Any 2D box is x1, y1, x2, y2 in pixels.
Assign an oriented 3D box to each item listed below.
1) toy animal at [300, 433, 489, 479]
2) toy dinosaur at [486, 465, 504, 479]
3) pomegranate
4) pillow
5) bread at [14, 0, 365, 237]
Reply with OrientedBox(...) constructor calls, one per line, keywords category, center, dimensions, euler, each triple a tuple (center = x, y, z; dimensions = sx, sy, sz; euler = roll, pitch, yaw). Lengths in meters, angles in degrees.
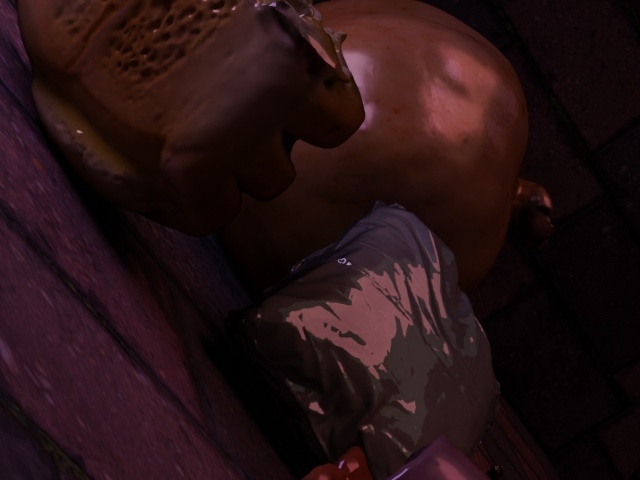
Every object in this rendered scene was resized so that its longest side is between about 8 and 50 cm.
OrientedBox(category="toy animal", center=(0.097, 0.275, 1.300), dimensions=(0.281, 0.169, 0.195), euler=(58, 19, 9))
OrientedBox(category="toy dinosaur", center=(0.250, 0.419, 2.341), dimensions=(0.251, 0.072, 0.199), euler=(75, -5, -70))
OrientedBox(category="pomegranate", center=(0.068, -0.075, 1.898), dimensions=(0.411, 0.411, 0.411), euler=(56, 6, -9))
OrientedBox(category="pillow", center=(0.059, 0.130, 1.610), dimensions=(0.310, 0.138, 0.283), euler=(-40, 106, -51))
OrientedBox(category="bread", center=(-0.113, -0.155, 1.438), dimensions=(0.315, 0.270, 0.211), euler=(51, 18, 21))
